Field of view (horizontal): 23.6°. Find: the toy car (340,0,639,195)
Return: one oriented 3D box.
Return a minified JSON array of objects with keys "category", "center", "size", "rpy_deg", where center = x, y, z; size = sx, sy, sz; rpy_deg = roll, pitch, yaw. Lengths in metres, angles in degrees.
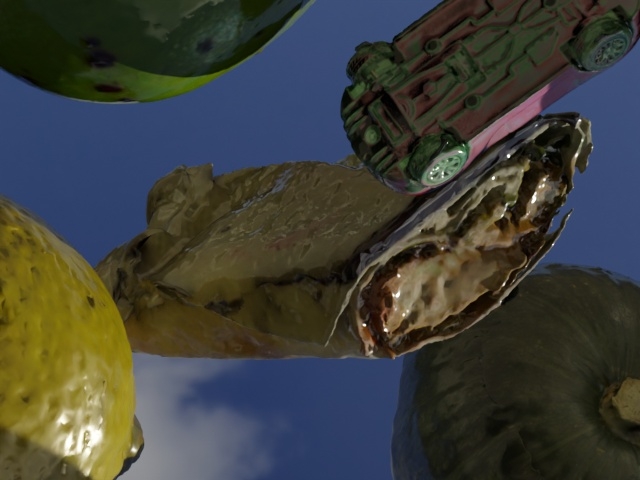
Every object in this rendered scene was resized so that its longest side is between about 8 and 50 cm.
[{"category":"toy car","center":[0.075,-0.076,0.654],"size":[0.142,0.055,0.069],"rpy_deg":[-36,-120,7]}]

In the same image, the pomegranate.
[{"category":"pomegranate","center":[-0.052,-0.190,0.662],"size":[0.301,0.236,0.236],"rpy_deg":[-20,-155,21]}]

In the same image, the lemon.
[{"category":"lemon","center":[-0.240,0.078,0.871],"size":[0.267,0.267,0.267],"rpy_deg":[-2,-150,1]}]

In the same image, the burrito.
[{"category":"burrito","center":[-0.002,0.010,0.990],"size":[0.347,0.107,0.175],"rpy_deg":[-7,-134,27]}]

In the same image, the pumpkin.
[{"category":"pumpkin","center":[0.212,0.179,1.344],"size":[0.291,0.257,0.328],"rpy_deg":[8,-120,-20]}]
